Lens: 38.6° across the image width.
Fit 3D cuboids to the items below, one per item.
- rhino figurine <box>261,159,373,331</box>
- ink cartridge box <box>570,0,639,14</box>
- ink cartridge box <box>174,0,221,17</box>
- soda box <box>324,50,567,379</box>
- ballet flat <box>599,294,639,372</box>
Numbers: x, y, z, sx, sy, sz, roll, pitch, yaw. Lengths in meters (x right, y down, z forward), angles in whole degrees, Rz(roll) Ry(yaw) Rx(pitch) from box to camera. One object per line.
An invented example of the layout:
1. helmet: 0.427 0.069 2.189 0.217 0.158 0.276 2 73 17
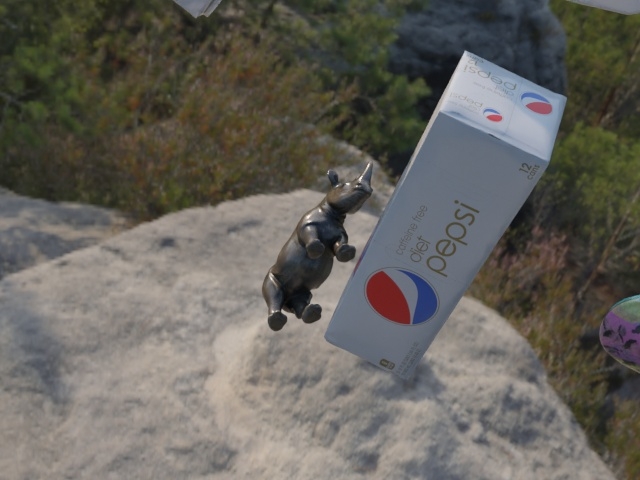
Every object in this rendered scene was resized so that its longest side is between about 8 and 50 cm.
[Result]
1. rhino figurine: 0.000 0.000 1.174 0.073 0.243 0.106 27 10 -21
2. ink cartridge box: 0.234 -0.216 0.668 0.225 0.056 0.181 12 36 -12
3. ink cartridge box: -0.177 -0.399 0.731 0.395 0.166 0.285 38 29 -16
4. soda box: 0.072 -0.008 0.585 0.069 0.216 0.074 25 44 2
5. ballet flat: 0.285 0.086 0.557 0.222 0.076 0.079 12 40 0
